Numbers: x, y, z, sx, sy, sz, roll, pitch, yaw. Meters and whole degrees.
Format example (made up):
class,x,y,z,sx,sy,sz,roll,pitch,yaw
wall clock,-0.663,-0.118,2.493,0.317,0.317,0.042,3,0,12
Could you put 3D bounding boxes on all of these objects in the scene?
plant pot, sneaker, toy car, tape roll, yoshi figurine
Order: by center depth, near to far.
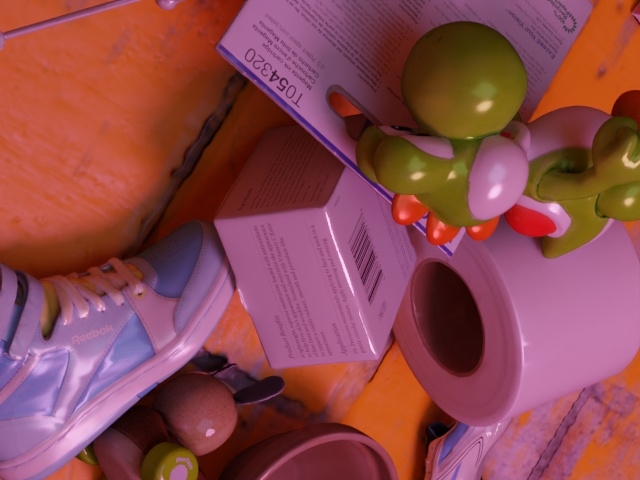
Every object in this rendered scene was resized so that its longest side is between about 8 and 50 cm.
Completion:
class,x,y,z,sx,sy,sz,roll,pitch,yaw
sneaker,-0.229,0.057,1.325,0.319,0.127,0.208,-46,126,-13
yoshi figurine,0.207,-0.109,1.333,0.362,0.203,0.203,1,70,-31
toy car,-0.125,0.193,1.436,0.188,0.155,0.149,-43,125,-28
plant pot,-0.040,0.288,1.530,0.237,0.110,0.237,-18,121,-33
tape roll,0.200,0.058,1.532,0.169,0.246,0.246,-18,116,-27
sneaker,0.149,0.267,1.686,0.085,0.086,0.237,-21,136,-65

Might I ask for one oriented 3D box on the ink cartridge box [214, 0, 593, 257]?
class,x,y,z,sx,sy,sz,roll,pitch,yaw
ink cartridge box,0.080,-0.206,1.394,0.324,0.071,0.330,41,69,-25

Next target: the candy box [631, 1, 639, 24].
class,x,y,z,sx,sy,sz,roll,pitch,yaw
candy box,0.481,-0.263,1.710,0.165,0.070,0.196,-51,126,-7

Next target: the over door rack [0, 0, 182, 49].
class,x,y,z,sx,sy,sz,roll,pitch,yaw
over door rack,-0.195,-0.302,1.208,0.324,0.108,0.239,-18,97,-13

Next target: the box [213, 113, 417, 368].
class,x,y,z,sx,sy,sz,roll,pitch,yaw
box,0.000,0.000,1.407,0.182,0.119,0.181,-65,143,-52
